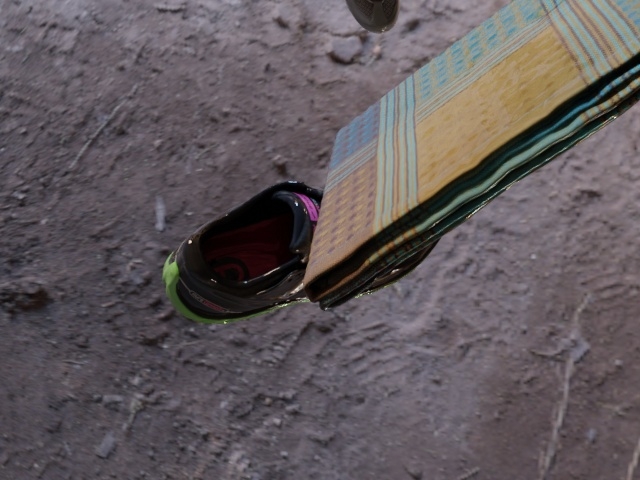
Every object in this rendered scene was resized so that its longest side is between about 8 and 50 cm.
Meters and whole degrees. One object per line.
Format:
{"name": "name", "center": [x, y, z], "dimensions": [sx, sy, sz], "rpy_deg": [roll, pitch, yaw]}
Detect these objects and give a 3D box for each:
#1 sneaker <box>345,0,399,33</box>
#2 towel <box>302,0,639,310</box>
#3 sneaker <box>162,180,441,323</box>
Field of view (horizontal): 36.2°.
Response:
{"name": "sneaker", "center": [0.080, -0.502, 1.720], "dimensions": [0.105, 0.115, 0.282], "rpy_deg": [-12, 106, 2]}
{"name": "towel", "center": [0.147, -0.118, 0.648], "dimensions": [0.040, 0.370, 0.271], "rpy_deg": [47, 23, -17]}
{"name": "sneaker", "center": [0.000, 0.000, 1.496], "dimensions": [0.482, 0.202, 0.185], "rpy_deg": [-21, 75, -17]}
